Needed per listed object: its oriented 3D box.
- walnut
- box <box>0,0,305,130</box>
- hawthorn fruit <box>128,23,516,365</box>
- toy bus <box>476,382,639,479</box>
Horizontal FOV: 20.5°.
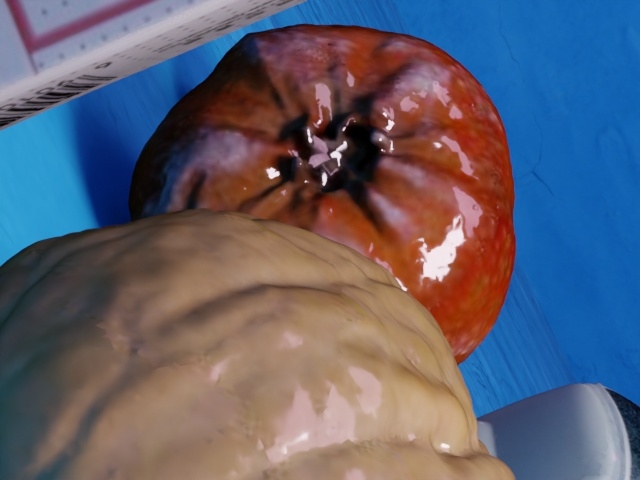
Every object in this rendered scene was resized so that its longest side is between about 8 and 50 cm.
[{"bbox_3d":[-0.041,0.099,0.646,0.261,0.225,0.225,3,65,-59],"label":"walnut"},{"bbox_3d":[-0.089,-0.168,0.651,0.095,0.330,0.210,-23,91,-79],"label":"box"},{"bbox_3d":[0.000,0.000,1.094,0.272,0.242,0.242,98,-24,-68],"label":"hawthorn fruit"},{"bbox_3d":[0.090,0.188,0.993,0.165,0.271,0.133,59,14,-25],"label":"toy bus"}]
